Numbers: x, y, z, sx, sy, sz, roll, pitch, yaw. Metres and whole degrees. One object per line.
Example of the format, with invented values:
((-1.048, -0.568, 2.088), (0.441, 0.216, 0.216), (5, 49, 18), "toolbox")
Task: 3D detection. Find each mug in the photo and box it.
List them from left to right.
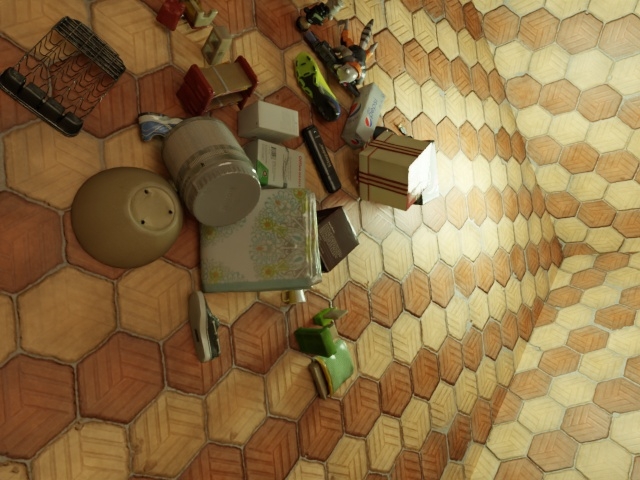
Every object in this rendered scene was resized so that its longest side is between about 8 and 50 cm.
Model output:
((-0.093, 0.193, 1.618), (0.078, 0.062, 0.064), (4, 74, -49), "mug")

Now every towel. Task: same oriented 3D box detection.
((-0.188, 0.001, 1.423), (0.374, 0.090, 0.321), (-3, 81, -6), "towel")

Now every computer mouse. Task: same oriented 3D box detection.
((0.357, -0.486, 2.122), (0.262, 0.060, 0.184), (31, 65, -36), "computer mouse")

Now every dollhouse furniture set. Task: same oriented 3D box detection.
((-0.383, -0.582, 1.417), (0.201, 0.152, 0.374), (-31, 88, -40), "dollhouse furniture set")
((0.062, 0.423, 1.666), (0.197, 0.151, 0.302), (-29, 104, -41), "dollhouse furniture set")

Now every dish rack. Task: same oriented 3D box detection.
((-0.651, -0.434, 1.175), (0.208, 0.074, 0.272), (42, 57, -33), "dish rack")

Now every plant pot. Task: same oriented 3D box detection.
((-0.481, -0.071, 1.200), (0.284, 0.191, 0.284), (7, 80, -42), "plant pot")

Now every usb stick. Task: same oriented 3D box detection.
((0.008, -0.318, 1.785), (0.077, 0.045, 0.278), (-37, 109, -39), "usb stick")

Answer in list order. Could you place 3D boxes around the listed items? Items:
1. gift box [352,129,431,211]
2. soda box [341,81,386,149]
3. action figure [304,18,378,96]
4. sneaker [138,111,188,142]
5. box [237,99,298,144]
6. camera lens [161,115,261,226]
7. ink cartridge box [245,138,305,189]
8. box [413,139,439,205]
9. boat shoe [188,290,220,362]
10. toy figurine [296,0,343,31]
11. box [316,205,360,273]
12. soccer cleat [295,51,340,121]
((0.301, -0.317, 1.892), (0.255, 0.258, 0.276), (-42, 141, -41), "gift box")
((0.187, -0.537, 1.949), (0.098, 0.091, 0.286), (37, 62, -35), "soda box")
((0.110, -0.787, 1.861), (0.341, 0.178, 0.330), (35, 53, -36), "action figure")
((-0.438, -0.326, 1.359), (0.211, 0.080, 0.081), (0, 91, -33), "sneaker")
((-0.180, -0.403, 1.564), (0.170, 0.130, 0.091), (3, 83, -43), "box")
((-0.314, -0.202, 1.293), (0.219, 0.219, 0.274), (0, 44, -43), "camera lens")
((-0.159, -0.251, 1.593), (0.208, 0.087, 0.153), (9, 78, -41), "ink cartridge box")
((0.439, -0.313, 2.087), (0.165, 0.143, 0.270), (-28, 115, -42), "box")
((-0.346, 0.254, 1.366), (0.070, 0.077, 0.219), (-12, 101, -42), "boat shoe")
((-0.033, -0.950, 1.772), (0.213, 0.148, 0.209), (58, 46, -18), "toy figurine")
((0.000, 0.000, 1.652), (0.203, 0.168, 0.167), (-40, 111, -38), "box")
((-0.012, -0.604, 1.796), (0.289, 0.093, 0.121), (59, 20, -14), "soccer cleat")
